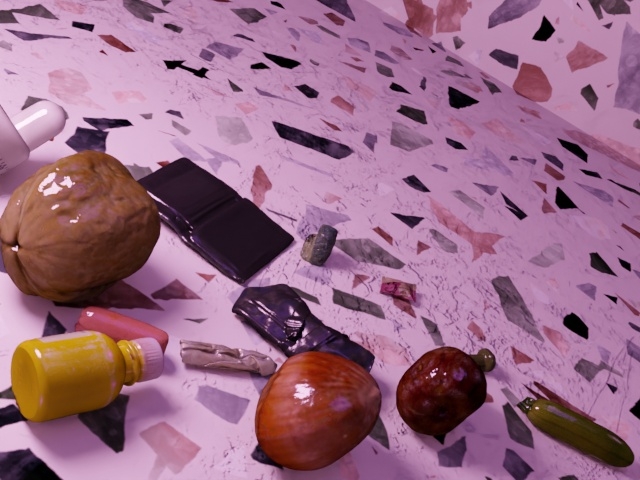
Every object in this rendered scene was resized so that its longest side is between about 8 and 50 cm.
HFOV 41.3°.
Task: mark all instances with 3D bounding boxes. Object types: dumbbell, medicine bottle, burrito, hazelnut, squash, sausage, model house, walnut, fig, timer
[{"bbox_3d":[0.306,0.247,1.752,0.118,0.046,0.052,4,33,-32],"label":"dumbbell"},{"bbox_3d":[-0.346,0.196,1.290,0.212,0.122,0.122,-6,44,-41],"label":"medicine bottle"},{"bbox_3d":[-0.161,0.205,1.486,0.185,0.041,0.045,11,26,-26],"label":"burrito"},{"bbox_3d":[0.001,0.272,1.363,0.214,0.176,0.214,-20,21,8],"label":"hazelnut"},{"bbox_3d":[0.513,0.380,1.690,0.258,0.069,0.069,27,32,1],"label":"squash"},{"bbox_3d":[-0.330,0.156,1.414,0.154,0.062,0.062,20,32,-9],"label":"sausage"},{"bbox_3d":[0.000,0.000,1.854,0.066,0.083,0.079,26,33,2],"label":"model house"},{"bbox_3d":[-0.413,-0.025,1.454,0.227,0.283,0.283,9,22,30],"label":"walnut"},{"bbox_3d":[0.227,0.264,1.600,0.145,0.170,0.274,45,12,-4],"label":"fig"},{"bbox_3d":[-0.626,-0.242,1.604,0.240,0.233,0.233,-34,58,-12],"label":"timer"}]

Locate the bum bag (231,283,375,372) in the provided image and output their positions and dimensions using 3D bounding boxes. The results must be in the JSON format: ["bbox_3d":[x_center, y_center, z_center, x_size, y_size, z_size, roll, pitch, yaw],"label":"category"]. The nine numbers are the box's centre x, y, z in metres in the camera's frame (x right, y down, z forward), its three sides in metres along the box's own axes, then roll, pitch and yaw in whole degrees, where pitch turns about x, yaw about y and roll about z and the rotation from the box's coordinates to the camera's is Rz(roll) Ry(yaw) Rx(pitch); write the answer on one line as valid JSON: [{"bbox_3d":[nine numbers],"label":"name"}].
[{"bbox_3d":[-0.028,0.178,1.592,0.310,0.074,0.137,39,44,20],"label":"bum bag"}]

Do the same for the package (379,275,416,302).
[{"bbox_3d":[0.173,0.106,1.877,0.083,0.029,0.059,14,40,-1],"label":"package"}]

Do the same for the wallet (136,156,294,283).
[{"bbox_3d":[-0.232,-0.052,1.803,0.323,0.041,0.247,36,34,9],"label":"wallet"}]
